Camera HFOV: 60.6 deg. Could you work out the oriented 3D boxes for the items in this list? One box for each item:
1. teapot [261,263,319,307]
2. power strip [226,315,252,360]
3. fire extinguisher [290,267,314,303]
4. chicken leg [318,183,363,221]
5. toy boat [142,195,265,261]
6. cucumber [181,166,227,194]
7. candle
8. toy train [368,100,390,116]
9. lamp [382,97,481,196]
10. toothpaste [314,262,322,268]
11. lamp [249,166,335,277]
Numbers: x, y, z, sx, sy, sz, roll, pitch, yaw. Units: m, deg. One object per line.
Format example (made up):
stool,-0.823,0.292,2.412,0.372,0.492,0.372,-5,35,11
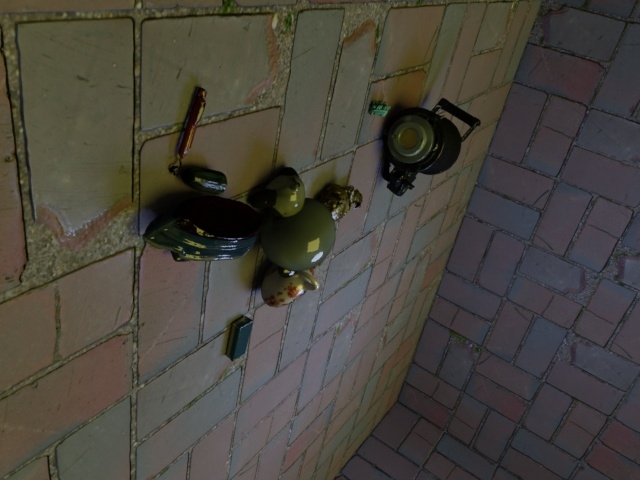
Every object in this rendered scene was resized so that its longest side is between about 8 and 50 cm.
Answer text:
teapot,-0.084,0.110,1.462,0.159,0.245,0.116,-34,104,-26
power strip,-0.223,0.269,1.499,0.056,0.032,0.123,-25,137,-53
fire extinguisher,-0.062,0.077,1.583,0.089,0.072,0.268,5,114,-35
chicken leg,0.064,-0.120,1.607,0.227,0.088,0.103,-28,124,-50
toy boat,-0.229,-0.012,1.102,0.142,0.129,0.309,-35,164,27
cucumber,-0.228,-0.119,1.064,0.105,0.048,0.048,7,108,-65
candle,-0.238,-0.194,0.994,0.021,0.026,0.168,2,114,-59
toy train,0.172,-0.388,1.614,0.092,0.029,0.045,-17,146,-53
lamp,0.337,-0.328,1.779,0.374,0.205,0.272,-51,160,2
toothpaste,0.000,0.000,1.660,0.043,0.037,0.179,-24,136,-53
lamp,-0.065,-0.041,1.339,0.198,0.197,0.244,-45,128,-34
